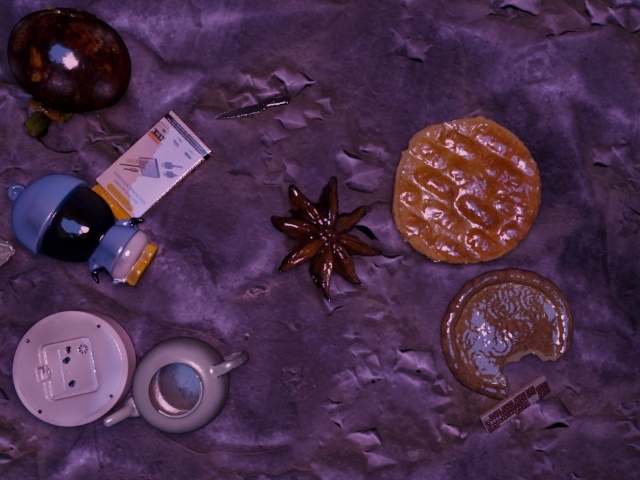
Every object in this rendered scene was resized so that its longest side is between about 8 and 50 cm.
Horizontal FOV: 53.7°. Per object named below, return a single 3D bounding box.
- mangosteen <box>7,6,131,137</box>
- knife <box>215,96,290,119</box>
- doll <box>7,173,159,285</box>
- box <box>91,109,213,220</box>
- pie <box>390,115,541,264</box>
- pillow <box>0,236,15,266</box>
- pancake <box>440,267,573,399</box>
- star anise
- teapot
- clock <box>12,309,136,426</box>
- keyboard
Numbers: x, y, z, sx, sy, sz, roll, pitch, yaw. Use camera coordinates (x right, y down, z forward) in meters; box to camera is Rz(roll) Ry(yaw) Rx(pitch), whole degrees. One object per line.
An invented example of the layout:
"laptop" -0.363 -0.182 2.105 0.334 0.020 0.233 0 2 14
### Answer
"mangosteen" -0.515 -0.325 1.280 0.231 0.231 0.289 28 117 0
"knife" -0.147 -0.287 1.380 0.170 0.010 0.023 -14 81 -2
"doll" -0.487 -0.024 1.278 0.314 0.141 0.177 31 66 -5
"box" -0.360 -0.149 1.346 0.247 0.033 0.129 -45 89 -5
"pie" 0.311 -0.103 1.356 0.340 0.083 0.339 0 83 -2
"pillow" -0.808 0.052 1.256 0.283 0.138 0.310 34 82 0
"pancake" 0.401 0.200 1.359 0.288 0.033 0.286 8 85 -3
"star anise" 0.000 0.000 1.326 0.272 0.102 0.272 7 74 -26
"teapot" -0.280 0.290 1.269 0.294 0.129 0.193 -24 88 -4
"clock" -0.498 0.256 1.285 0.230 0.083 0.230 0 84 0
"keyboard" 0.416 0.347 1.345 0.166 0.017 0.055 -33 116 -5
